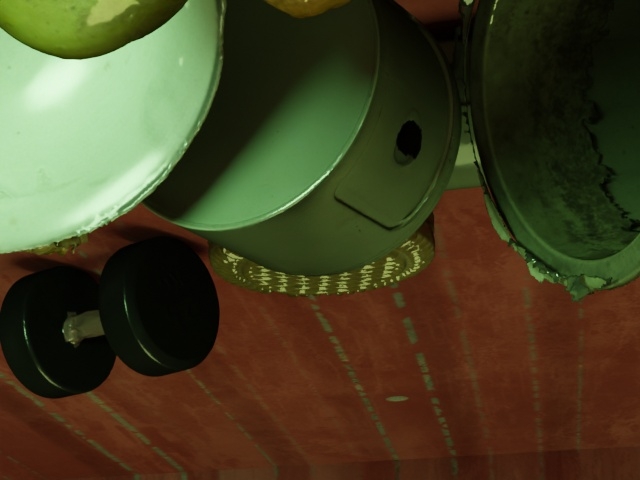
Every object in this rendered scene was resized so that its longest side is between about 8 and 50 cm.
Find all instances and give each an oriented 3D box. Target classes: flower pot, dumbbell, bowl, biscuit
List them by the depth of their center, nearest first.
[{"bbox_3d":[-0.224,-0.157,1.123,0.313,0.146,0.313,-5,119,-9],"label":"bowl"},{"bbox_3d":[0.271,-0.117,1.230,0.259,0.290,0.290,-8,166,-24],"label":"flower pot"},{"bbox_3d":[0.000,0.000,1.780,0.259,0.079,0.259,-1,162,0],"label":"biscuit"},{"bbox_3d":[-0.238,0.090,1.914,0.218,0.152,0.152,-15,157,36],"label":"dumbbell"}]

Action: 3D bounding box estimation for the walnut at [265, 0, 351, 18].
[{"bbox_3d":[-0.005,-0.222,1.032,0.144,0.144,0.180,-6,154,13],"label":"walnut"}]

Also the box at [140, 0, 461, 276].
[{"bbox_3d":[-0.024,-0.097,1.256,0.226,0.226,0.149,-11,160,27],"label":"box"}]

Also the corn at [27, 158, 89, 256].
[{"bbox_3d":[-0.277,-0.080,1.293,0.318,0.115,0.115,30,180,32],"label":"corn"}]

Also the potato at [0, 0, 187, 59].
[{"bbox_3d":[-0.144,-0.221,0.932,0.197,0.148,0.228,-15,123,42],"label":"potato"}]

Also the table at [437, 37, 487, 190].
[{"bbox_3d":[0.080,-0.101,1.413,0.220,0.126,0.126,-6,161,15],"label":"table"}]
